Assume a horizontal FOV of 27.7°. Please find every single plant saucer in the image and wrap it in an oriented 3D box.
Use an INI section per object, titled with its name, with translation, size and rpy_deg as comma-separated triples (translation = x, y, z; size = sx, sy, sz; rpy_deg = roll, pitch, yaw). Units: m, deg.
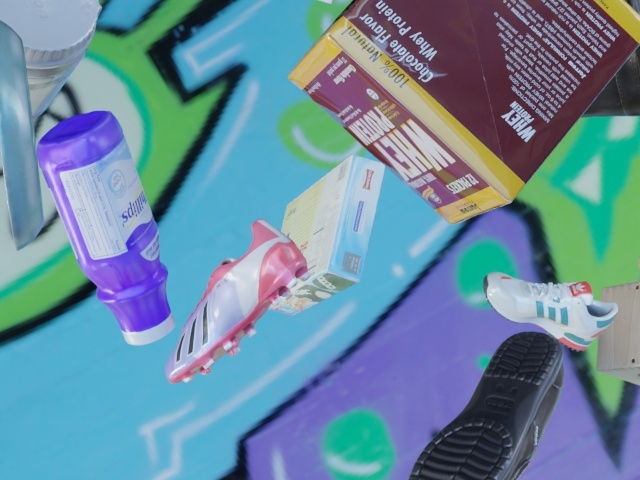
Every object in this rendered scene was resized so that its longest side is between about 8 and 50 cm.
[plant saucer]
translation = -0.409, -0.145, 1.756
size = 0.044, 0.317, 0.317
rpy_deg = -7, 151, -11

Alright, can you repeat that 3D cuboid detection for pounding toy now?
[pounding toy]
translation = 0.505, 0.108, 1.908
size = 0.181, 0.206, 0.094
rpy_deg = 20, 159, -34

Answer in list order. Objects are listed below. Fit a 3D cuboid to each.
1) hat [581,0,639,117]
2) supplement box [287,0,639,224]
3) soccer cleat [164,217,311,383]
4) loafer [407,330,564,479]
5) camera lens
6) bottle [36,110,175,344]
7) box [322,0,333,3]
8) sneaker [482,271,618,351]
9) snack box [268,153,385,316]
[hat]
translation = 0.284, -0.216, 1.339
size = 0.134, 0.331, 0.331
rpy_deg = -9, 162, 17
[supplement box]
translation = 0.117, -0.151, 1.046
size = 0.194, 0.191, 0.129
rpy_deg = -50, -174, -15
[soccer cleat]
translation = -0.116, 0.079, 1.589
size = 0.248, 0.095, 0.083
rpy_deg = -44, 168, 25
[loafer]
translation = 0.254, 0.299, 1.844
size = 0.366, 0.134, 0.130
rpy_deg = -50, 133, -25
[camera lens]
translation = -0.485, -0.319, 2.029
size = 0.219, 0.219, 0.274
rpy_deg = -14, 167, -34
[bottle]
translation = -0.249, -0.010, 1.563
size = 0.092, 0.283, 0.118
rpy_deg = -10, -157, 17
[box]
translation = -0.041, -0.538, 2.225
size = 0.345, 0.168, 0.215
rpy_deg = -108, -144, -76
[sneaker]
translation = 0.254, 0.061, 1.419
size = 0.161, 0.057, 0.075
rpy_deg = 27, 128, -23
[snack box]
translation = 0.000, 0.000, 2.030
size = 0.060, 0.187, 0.322
rpy_deg = 18, 163, -15
